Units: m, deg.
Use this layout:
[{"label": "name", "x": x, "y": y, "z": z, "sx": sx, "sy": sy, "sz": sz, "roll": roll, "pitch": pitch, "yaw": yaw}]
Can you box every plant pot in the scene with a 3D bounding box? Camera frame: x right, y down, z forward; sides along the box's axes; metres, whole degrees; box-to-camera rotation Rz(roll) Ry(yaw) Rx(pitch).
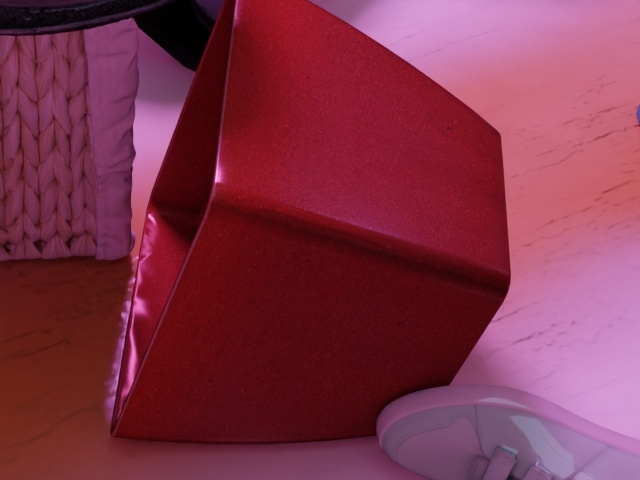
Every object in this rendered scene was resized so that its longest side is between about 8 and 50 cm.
[{"label": "plant pot", "x": 0.000, "y": 0.000, "z": 1.192, "sx": 0.235, "sy": 0.267, "sz": 0.267, "roll": 15, "pitch": 43, "yaw": -13}]

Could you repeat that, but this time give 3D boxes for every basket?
[{"label": "basket", "x": -0.300, "y": -0.191, "z": 1.261, "sx": 0.266, "sy": 0.331, "sz": 0.328, "roll": -7, "pitch": 47, "yaw": -15}]

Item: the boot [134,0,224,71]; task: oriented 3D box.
[{"label": "boot", "x": 0.019, "y": -0.326, "z": 1.554, "sx": 0.367, "sy": 0.146, "sz": 0.445, "roll": 30, "pitch": 56, "yaw": 2}]

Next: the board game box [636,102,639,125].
[{"label": "board game box", "x": 0.442, "y": -0.023, "z": 1.410, "sx": 0.253, "sy": 0.079, "sz": 0.336, "roll": 5, "pitch": 44, "yaw": -6}]

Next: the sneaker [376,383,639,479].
[{"label": "sneaker", "x": 0.153, "y": 0.198, "z": 1.119, "sx": 0.256, "sy": 0.094, "sz": 0.151, "roll": 15, "pitch": 47, "yaw": 6}]

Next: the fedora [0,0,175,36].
[{"label": "fedora", "x": -0.205, "y": -0.282, "z": 1.032, "sx": 0.334, "sy": 0.152, "sz": 0.334, "roll": 1, "pitch": 49, "yaw": -1}]
